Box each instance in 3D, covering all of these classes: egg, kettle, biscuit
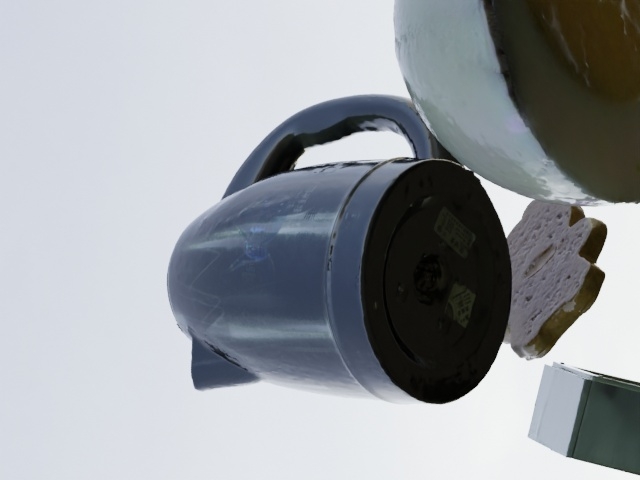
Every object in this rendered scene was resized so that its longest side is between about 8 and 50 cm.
[{"bbox_3d":[0.171,-0.164,1.593,0.337,0.201,0.337,17,-115,-43],"label":"egg"},{"bbox_3d":[0.000,0.000,1.810,0.228,0.324,0.321,32,-114,-43],"label":"kettle"},{"bbox_3d":[0.233,0.032,1.922,0.036,0.166,0.225,32,-161,-20],"label":"biscuit"}]

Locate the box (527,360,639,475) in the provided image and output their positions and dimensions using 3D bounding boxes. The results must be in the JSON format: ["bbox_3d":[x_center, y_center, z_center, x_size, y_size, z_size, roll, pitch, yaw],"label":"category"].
[{"bbox_3d":[0.289,0.176,1.811,0.225,0.129,0.086,175,109,-87],"label":"box"}]
